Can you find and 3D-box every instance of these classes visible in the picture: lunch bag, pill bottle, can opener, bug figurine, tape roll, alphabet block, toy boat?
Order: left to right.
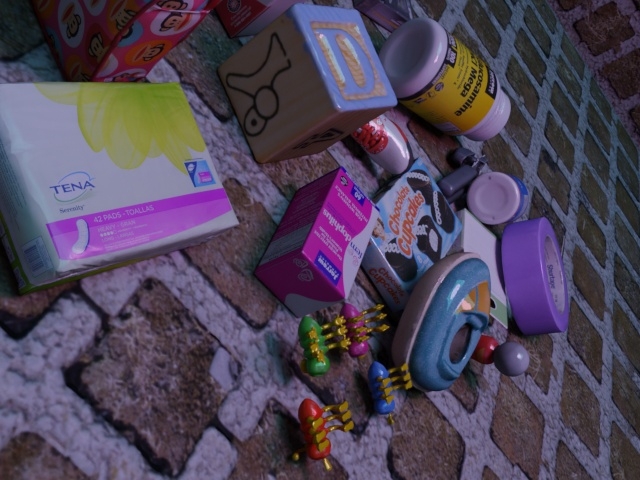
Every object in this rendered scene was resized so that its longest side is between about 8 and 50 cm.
[{"bbox_3d":[-0.263,-0.357,0.830,0.120,0.293,0.258,-24,89,-47],"label":"lunch bag"},{"bbox_3d":[-0.021,-0.263,1.132,0.193,0.197,0.193,-17,84,-52],"label":"alphabet block"},{"bbox_3d":[0.038,0.209,1.016,0.279,0.072,0.217,-11,91,-54],"label":"bug figurine"},{"bbox_3d":[0.301,-0.362,1.565,0.333,0.187,0.188,22,54,-40],"label":"pill bottle"},{"bbox_3d":[0.318,-0.156,1.585,0.095,0.076,0.283,36,35,17],"label":"can opener"},{"bbox_3d":[0.272,0.170,1.224,0.318,0.148,0.268,35,76,-47],"label":"toy boat"},{"bbox_3d":[0.439,-0.102,1.619,0.221,0.124,0.124,-7,75,-65],"label":"pill bottle"},{"bbox_3d":[0.517,0.086,1.590,0.274,0.090,0.275,30,54,-53],"label":"tape roll"}]

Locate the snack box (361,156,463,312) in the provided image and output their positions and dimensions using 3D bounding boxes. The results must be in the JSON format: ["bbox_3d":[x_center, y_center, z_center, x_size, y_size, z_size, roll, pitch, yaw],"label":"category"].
[{"bbox_3d":[0.173,-0.022,1.329,0.187,0.060,0.322,56,39,-10],"label":"snack box"}]

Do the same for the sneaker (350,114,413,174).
[{"bbox_3d":[0.065,-0.230,1.297,0.145,0.090,0.270,-28,86,-51],"label":"sneaker"}]

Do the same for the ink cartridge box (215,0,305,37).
[{"bbox_3d":[-0.128,-0.527,1.155,0.114,0.197,0.273,-31,93,-52],"label":"ink cartridge box"}]

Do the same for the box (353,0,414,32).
[{"bbox_3d":[0.146,-0.642,1.651,0.183,0.056,0.231,14,59,-44],"label":"box"}]

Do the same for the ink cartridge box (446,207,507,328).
[{"bbox_3d":[0.352,0.067,1.492,0.171,0.056,0.235,37,47,-30],"label":"ink cartridge box"}]

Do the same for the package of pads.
[{"bbox_3d":[-0.263,-0.085,0.827,0.296,0.101,0.229,-20,86,-52],"label":"package of pads"}]

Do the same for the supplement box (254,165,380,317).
[{"bbox_3d":[0.000,0.000,1.078,0.111,0.113,0.220,47,43,-22],"label":"supplement box"}]
